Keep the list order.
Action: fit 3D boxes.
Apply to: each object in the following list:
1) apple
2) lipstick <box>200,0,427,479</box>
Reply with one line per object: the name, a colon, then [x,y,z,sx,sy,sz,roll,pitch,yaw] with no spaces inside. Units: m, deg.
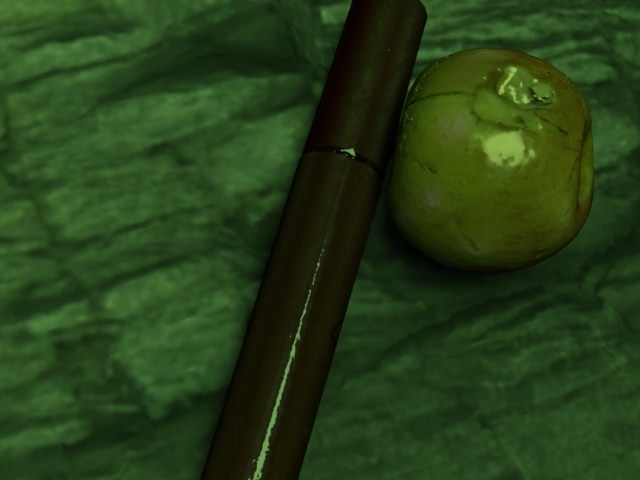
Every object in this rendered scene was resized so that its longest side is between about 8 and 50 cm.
apple: [0.109,-0.048,0.750,0.146,0.146,0.146,6,69,-15]
lipstick: [0.000,0.000,0.744,0.057,0.057,0.357,20,66,-10]
